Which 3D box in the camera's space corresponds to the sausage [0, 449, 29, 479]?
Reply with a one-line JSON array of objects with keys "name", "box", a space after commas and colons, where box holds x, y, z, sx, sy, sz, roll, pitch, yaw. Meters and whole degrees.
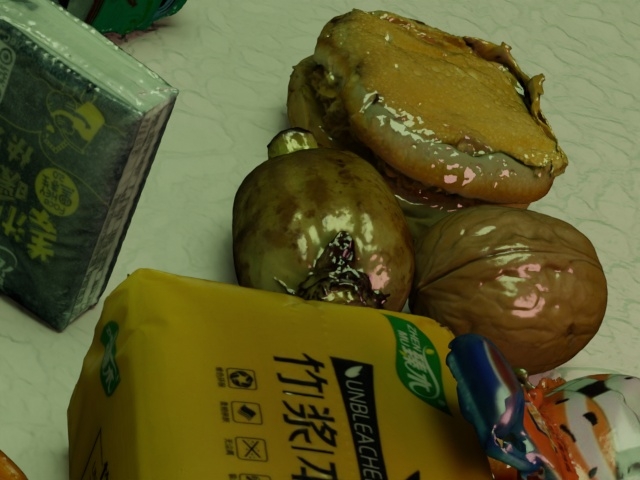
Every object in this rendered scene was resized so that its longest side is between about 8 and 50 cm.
[{"name": "sausage", "box": [-0.300, 0.158, 1.329, 0.234, 0.071, 0.071, 39, 38, 18]}]

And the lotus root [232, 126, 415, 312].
[{"name": "lotus root", "box": [0.000, 0.000, 1.641, 0.169, 0.141, 0.314, -4, 40, -6]}]

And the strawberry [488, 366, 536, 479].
[{"name": "strawberry", "box": [0.133, 0.180, 1.550, 0.187, 0.082, 0.146, -11, 43, -31]}]

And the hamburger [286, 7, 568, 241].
[{"name": "hamburger", "box": [0.113, -0.118, 1.848, 0.318, 0.158, 0.318, 16, 35, -12]}]

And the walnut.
[{"name": "walnut", "box": [0.178, 0.049, 1.673, 0.207, 0.167, 0.167, 4, 40, -30]}]

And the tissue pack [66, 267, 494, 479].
[{"name": "tissue pack", "box": [-0.025, 0.229, 1.265, 0.293, 0.228, 0.382, 11, 36, -18]}]

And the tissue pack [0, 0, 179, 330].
[{"name": "tissue pack", "box": [-0.245, -0.070, 1.492, 0.185, 0.257, 0.081, 36, 39, 13]}]

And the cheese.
[{"name": "cheese", "box": [0.206, 0.174, 1.329, 0.329, 0.129, 0.217, 35, 23, -40]}]

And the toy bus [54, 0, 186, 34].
[{"name": "toy bus", "box": [-0.272, -0.381, 1.943, 0.199, 0.183, 0.343, -10, 49, -46]}]
